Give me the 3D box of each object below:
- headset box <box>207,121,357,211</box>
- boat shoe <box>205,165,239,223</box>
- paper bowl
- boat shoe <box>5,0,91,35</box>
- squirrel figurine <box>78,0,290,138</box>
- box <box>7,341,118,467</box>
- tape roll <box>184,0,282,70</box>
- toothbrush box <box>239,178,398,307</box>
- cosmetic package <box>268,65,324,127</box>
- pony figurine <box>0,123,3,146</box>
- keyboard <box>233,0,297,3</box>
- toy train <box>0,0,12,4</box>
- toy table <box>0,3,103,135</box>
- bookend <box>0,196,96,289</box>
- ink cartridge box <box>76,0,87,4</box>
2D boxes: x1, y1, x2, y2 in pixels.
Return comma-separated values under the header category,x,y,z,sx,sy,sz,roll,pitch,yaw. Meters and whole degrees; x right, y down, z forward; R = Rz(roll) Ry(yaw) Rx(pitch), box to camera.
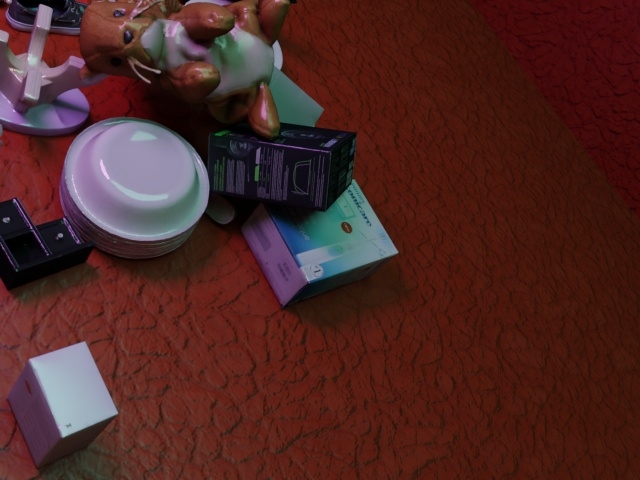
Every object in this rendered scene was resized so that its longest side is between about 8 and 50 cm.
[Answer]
category,x,y,z,sx,sy,sz,roll,pitch,yaw
headset box,-0.087,-0.175,1.525,0.283,0.131,0.246,10,20,13
boat shoe,-0.258,-0.122,1.549,0.206,0.075,0.065,48,20,2
paper bowl,-0.360,-0.118,1.381,0.284,0.148,0.284,12,60,-21
boat shoe,-0.585,-0.517,1.571,0.229,0.076,0.080,-11,67,-40
squirrel figurine,-0.303,-0.384,1.403,0.371,0.281,0.397,-2,21,-30
box,-0.404,0.257,1.088,0.091,0.170,0.130,-17,72,-42
tape roll,-0.242,-0.485,1.783,0.286,0.100,0.286,18,51,-24
toothbrush box,0.000,0.000,1.598,0.296,0.126,0.216,-14,69,-43
cosmetic package,-0.120,-0.338,1.686,0.238,0.107,0.127,38,85,-40
pony figurine,-0.757,-0.266,1.168,0.351,0.303,0.363,-12,68,-6
keyboard,-0.217,-0.639,1.831,0.317,0.033,0.201,7,6,11
toy train,-0.710,-0.587,1.555,0.125,0.046,0.166,49,38,-19
toy table,-0.580,-0.326,1.382,0.274,0.161,0.252,3,59,-36
bookend,-0.521,-0.015,1.265,0.157,0.072,0.156,-24,75,-44
ink cartridge box,-0.636,-0.655,1.608,0.225,0.056,0.181,8,55,-49
